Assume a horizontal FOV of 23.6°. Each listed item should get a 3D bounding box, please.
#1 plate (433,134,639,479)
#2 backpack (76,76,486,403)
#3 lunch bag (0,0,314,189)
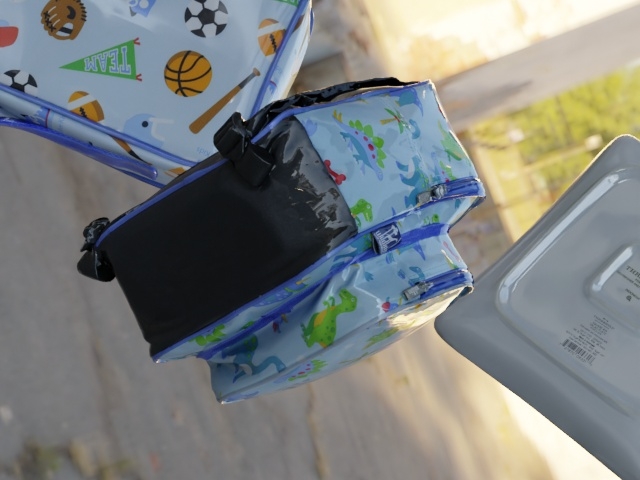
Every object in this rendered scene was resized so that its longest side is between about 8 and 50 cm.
[{"bbox_3d":[0.282,0.050,1.349,0.277,0.278,0.045,38,-15,31],"label":"plate"},{"bbox_3d":[0.000,0.000,0.508,0.114,0.105,0.084,-25,85,-50],"label":"backpack"},{"bbox_3d":[-0.171,-0.177,1.290,0.115,0.303,0.243,97,16,-78],"label":"lunch bag"}]
